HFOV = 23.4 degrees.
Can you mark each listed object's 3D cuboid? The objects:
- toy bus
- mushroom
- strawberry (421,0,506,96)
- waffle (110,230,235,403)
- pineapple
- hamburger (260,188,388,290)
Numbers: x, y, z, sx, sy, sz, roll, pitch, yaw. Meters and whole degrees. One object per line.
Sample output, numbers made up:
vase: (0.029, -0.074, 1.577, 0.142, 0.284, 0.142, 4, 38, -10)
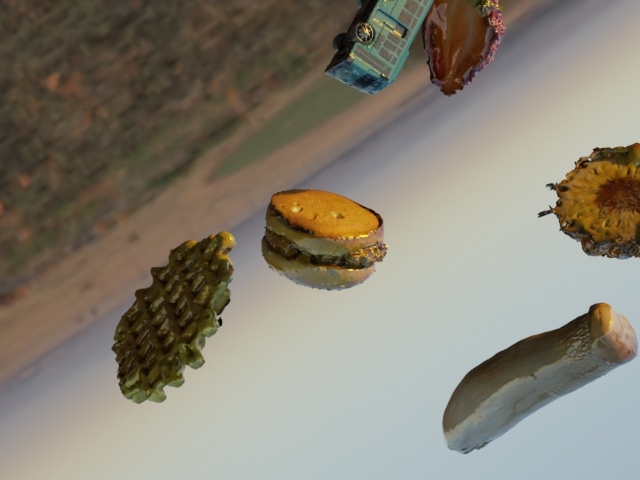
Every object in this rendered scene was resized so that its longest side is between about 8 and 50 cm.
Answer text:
toy bus: (0.080, -0.276, 2.073, 0.160, 0.092, 0.079, -62, -164, -18)
mushroom: (0.280, 0.192, 2.067, 0.123, 0.095, 0.351, 17, 141, -34)
strawberry: (0.218, -0.317, 2.285, 0.140, 0.192, 0.085, -6, -167, 42)
waffle: (-0.238, 0.130, 2.431, 0.307, 0.060, 0.312, -33, -148, 40)
pineapple: (0.405, -0.050, 2.085, 0.221, 0.221, 0.047, -34, 137, -14)
hamburger: (0.009, 0.002, 2.298, 0.191, 0.118, 0.182, 1, -152, -19)
